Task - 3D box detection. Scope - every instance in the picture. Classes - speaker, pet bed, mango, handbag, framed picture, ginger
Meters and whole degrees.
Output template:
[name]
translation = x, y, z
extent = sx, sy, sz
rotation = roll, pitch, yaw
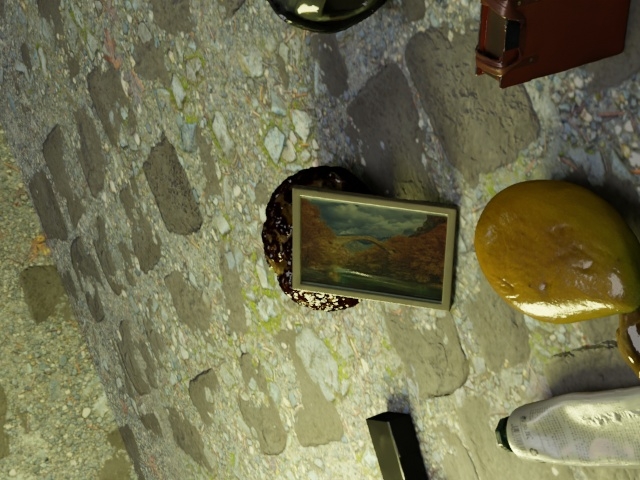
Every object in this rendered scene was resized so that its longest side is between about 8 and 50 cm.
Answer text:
[speaker]
translation = 0.144, 0.401, 2.183
extent = 0.082, 0.044, 0.218
rotation = -9, 99, 62
[pet bed]
translation = -0.014, -0.399, 1.828
extent = 0.211, 0.183, 0.159
rotation = 55, 146, 28
[mango]
translation = 0.293, 0.016, 1.581
extent = 0.317, 0.119, 0.176
rotation = 23, 107, 61
[handbag]
translation = 0.258, -0.251, 1.418
extent = 0.063, 0.190, 0.127
rotation = 38, 139, 44
[framed picture]
translation = 0.078, 0.012, 1.921
extent = 0.250, 0.016, 0.184
rotation = 8, 122, 11
[ginger]
translation = 0.414, 0.147, 1.509
extent = 0.190, 0.069, 0.095
rotation = 57, 147, 26

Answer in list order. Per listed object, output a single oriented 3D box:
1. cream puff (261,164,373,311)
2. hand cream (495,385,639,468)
[cream puff]
translation = 0.000, 0.000, 2.067
extent = 0.239, 0.165, 0.239
rotation = 41, 141, 46
[hand cream]
translation = 0.358, 0.251, 1.695
extent = 0.336, 0.076, 0.121
rotation = -16, 98, 56
